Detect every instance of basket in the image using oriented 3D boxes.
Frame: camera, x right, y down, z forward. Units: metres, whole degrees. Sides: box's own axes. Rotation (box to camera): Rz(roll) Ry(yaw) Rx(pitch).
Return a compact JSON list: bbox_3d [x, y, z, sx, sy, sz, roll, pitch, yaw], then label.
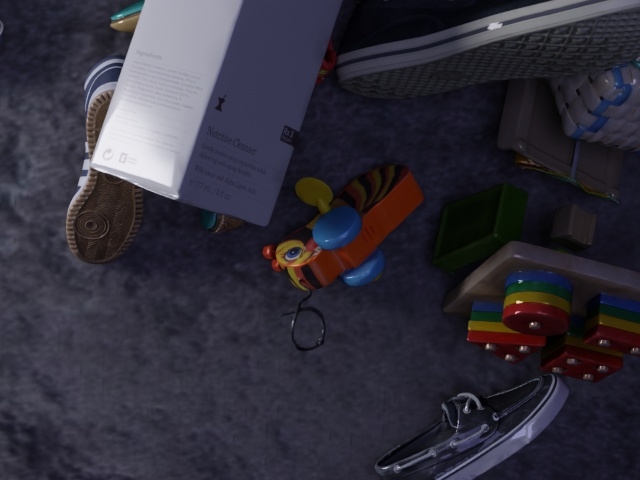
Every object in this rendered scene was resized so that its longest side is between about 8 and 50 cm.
[{"bbox_3d":[0.458,-0.243,1.836,0.288,0.201,0.255,-4,61,-29],"label":"basket"}]

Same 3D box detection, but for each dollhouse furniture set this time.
[{"bbox_3d":[0.308,-0.080,1.917,0.197,0.151,0.302,25,66,-22],"label":"dollhouse furniture set"}]

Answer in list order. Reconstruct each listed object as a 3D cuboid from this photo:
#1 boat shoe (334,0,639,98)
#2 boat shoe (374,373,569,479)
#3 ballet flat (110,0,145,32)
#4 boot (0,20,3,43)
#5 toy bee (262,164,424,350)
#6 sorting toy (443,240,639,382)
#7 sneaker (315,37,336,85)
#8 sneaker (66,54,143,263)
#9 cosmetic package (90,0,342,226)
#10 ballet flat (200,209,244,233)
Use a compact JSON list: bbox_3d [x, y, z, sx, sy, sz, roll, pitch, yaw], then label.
[{"bbox_3d":[0.230,-0.293,1.720,0.186,0.500,0.156,18,73,-48],"label":"boat shoe"},{"bbox_3d":[0.215,0.270,1.920,0.301,0.108,0.102,-34,101,2],"label":"boat shoe"},{"bbox_3d":[-0.170,-0.321,1.810,0.232,0.080,0.073,-28,110,-6],"label":"ballet flat"},{"bbox_3d":[-0.453,-0.304,1.773,0.086,0.069,0.190,29,98,-18],"label":"boot"},{"bbox_3d":[0.000,0.000,1.840,0.298,0.162,0.195,-31,118,-36],"label":"toy bee"},{"bbox_3d":[0.326,0.111,1.834,0.255,0.257,0.089,14,68,-10],"label":"sorting toy"},{"bbox_3d":[-0.038,-0.227,1.801,0.107,0.118,0.279,4,98,-53],"label":"sneaker"},{"bbox_3d":[-0.285,-0.115,1.808,0.099,0.153,0.282,6,125,-12],"label":"sneaker"},{"bbox_3d":[-0.116,-0.232,1.676,0.156,0.217,0.385,20,91,30],"label":"cosmetic package"},{"bbox_3d":[-0.127,-0.112,1.849,0.067,0.073,0.206,0,99,-36],"label":"ballet flat"}]
